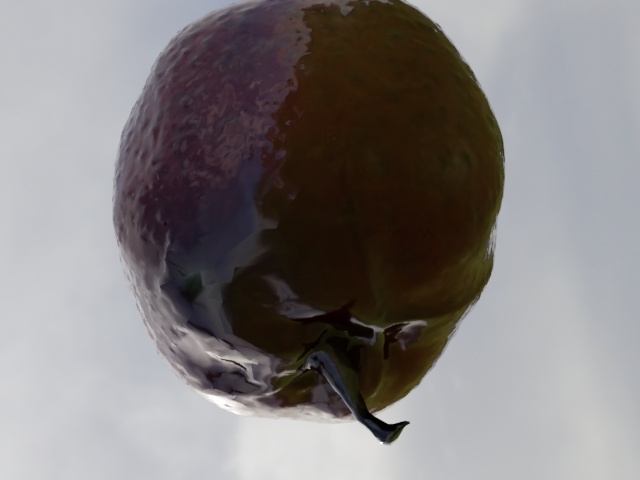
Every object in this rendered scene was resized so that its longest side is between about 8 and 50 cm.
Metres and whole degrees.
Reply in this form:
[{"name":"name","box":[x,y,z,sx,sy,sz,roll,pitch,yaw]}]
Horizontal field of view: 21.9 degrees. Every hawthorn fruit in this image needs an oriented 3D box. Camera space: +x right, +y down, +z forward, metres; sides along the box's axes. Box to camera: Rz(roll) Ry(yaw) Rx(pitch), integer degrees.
[{"name":"hawthorn fruit","box":[0.000,0.000,0.622,0.157,0.157,0.194,63,-170,-45]}]
